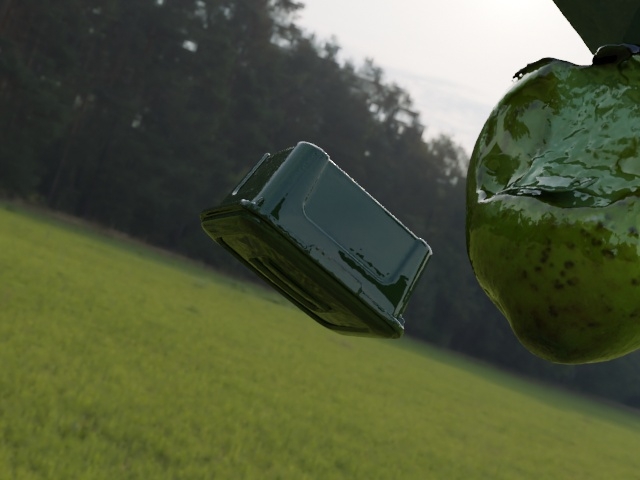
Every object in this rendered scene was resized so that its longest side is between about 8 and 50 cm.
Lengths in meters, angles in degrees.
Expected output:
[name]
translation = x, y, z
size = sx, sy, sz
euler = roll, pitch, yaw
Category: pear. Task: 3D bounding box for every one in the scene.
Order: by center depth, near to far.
[pear]
translation = 0.203, -0.019, 0.863
size = 0.238, 0.255, 0.164
euler = -2, -39, 48

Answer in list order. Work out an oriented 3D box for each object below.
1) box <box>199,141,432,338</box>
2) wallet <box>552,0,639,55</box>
[box]
translation = 0.000, 0.000, 1.574
size = 0.328, 0.178, 0.252
euler = 39, -16, -19
[wallet]
translation = 0.346, -0.310, 0.921
size = 0.252, 0.083, 0.360
euler = 52, -40, 5
